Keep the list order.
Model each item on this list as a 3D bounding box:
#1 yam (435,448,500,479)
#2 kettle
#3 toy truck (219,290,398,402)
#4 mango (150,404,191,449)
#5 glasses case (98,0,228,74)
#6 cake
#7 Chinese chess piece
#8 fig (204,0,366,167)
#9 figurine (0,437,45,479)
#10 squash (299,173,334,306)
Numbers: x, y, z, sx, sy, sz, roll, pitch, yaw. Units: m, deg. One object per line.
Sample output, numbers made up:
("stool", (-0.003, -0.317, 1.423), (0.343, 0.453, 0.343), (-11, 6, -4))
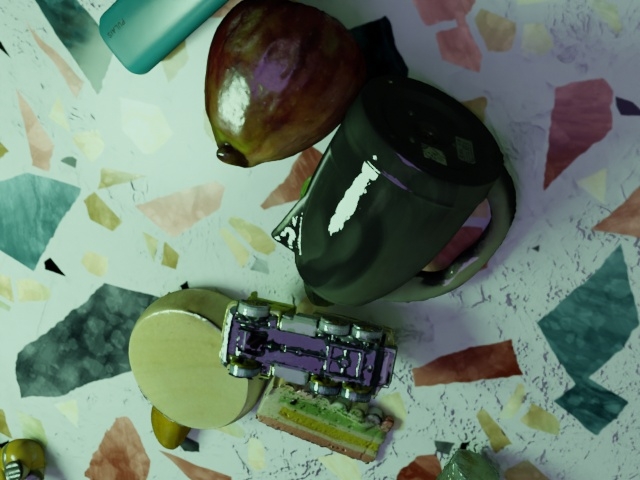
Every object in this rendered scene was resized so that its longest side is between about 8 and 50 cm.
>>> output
("yam", (0.224, 0.423, 1.928), (0.107, 0.107, 0.183), (33, 126, 7))
("kettle", (0.118, -0.031, 1.705), (0.321, 0.228, 0.324), (17, 128, -23))
("toy truck", (-0.010, 0.163, 1.865), (0.272, 0.157, 0.124), (11, 98, 12))
("mango", (-0.269, 0.327, 2.137), (0.080, 0.060, 0.114), (14, 124, 22))
("glasses case", (-0.214, -0.355, 1.725), (0.117, 0.070, 0.301), (48, 139, -11))
("cake", (0.010, 0.285, 1.999), (0.225, 0.090, 0.109), (23, 122, -9))
("Chinese chess piece", (-0.206, 0.201, 2.023), (0.251, 0.097, 0.251), (10, 117, 21))
("fig", (-0.061, -0.230, 1.678), (0.224, 0.224, 0.263), (42, 128, 1))
("figurine", (-0.670, 0.460, 2.333), (0.257, 0.192, 0.167), (-21, 78, 8))
("squash", (0.000, 0.000, 1.846), (0.066, 0.066, 0.229), (9, 119, 21))
